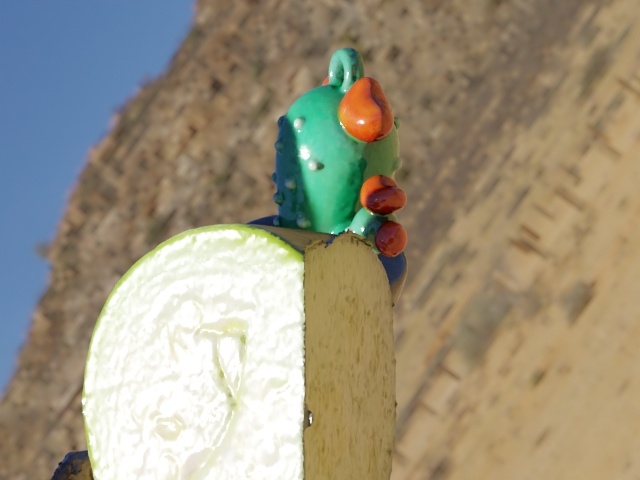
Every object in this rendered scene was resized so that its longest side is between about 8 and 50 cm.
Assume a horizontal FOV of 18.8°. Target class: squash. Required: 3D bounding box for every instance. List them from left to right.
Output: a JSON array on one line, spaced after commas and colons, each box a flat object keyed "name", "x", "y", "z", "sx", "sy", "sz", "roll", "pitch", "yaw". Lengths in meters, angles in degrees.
[{"name": "squash", "x": 0.010, "y": 0.117, "z": 1.316, "sx": 0.309, "sy": 0.210, "sz": 0.233, "roll": 7, "pitch": -100, "yaw": -49}]

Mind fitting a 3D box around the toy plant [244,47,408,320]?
[{"name": "toy plant", "x": 0.001, "y": -0.007, "z": 1.963, "sx": 0.279, "sy": 0.185, "sz": 0.400, "roll": -73, "pitch": -10, "yaw": -60}]

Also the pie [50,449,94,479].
[{"name": "pie", "x": -0.183, "y": 0.345, "z": 1.817, "sx": 0.308, "sy": 0.085, "sz": 0.308, "roll": -3, "pitch": -90, "yaw": -76}]
